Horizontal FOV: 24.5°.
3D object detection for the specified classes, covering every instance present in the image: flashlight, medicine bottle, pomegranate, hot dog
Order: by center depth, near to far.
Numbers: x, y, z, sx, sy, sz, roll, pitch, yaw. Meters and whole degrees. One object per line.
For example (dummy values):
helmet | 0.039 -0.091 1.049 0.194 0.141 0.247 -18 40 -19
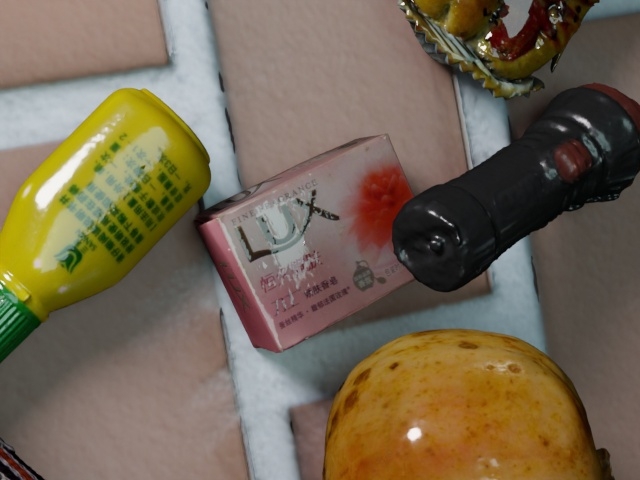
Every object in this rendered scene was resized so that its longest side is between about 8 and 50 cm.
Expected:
medicine bottle | -0.181 0.015 0.964 0.260 0.064 0.095 -48 118 -13
pomegranate | 0.104 0.169 1.006 0.215 0.215 0.215 0 90 -23
flashlight | 0.147 -0.040 1.060 0.232 0.093 0.093 -30 102 -41
hot dog | 0.162 -0.235 1.106 0.162 0.082 0.270 36 77 -18

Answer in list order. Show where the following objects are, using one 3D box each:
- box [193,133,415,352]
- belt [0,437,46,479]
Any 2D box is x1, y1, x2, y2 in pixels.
box | 0.000 0.000 1.047 0.156 0.060 0.111 -29 99 -22
belt | -0.254 0.075 0.870 0.126 0.094 0.360 -24 83 1
